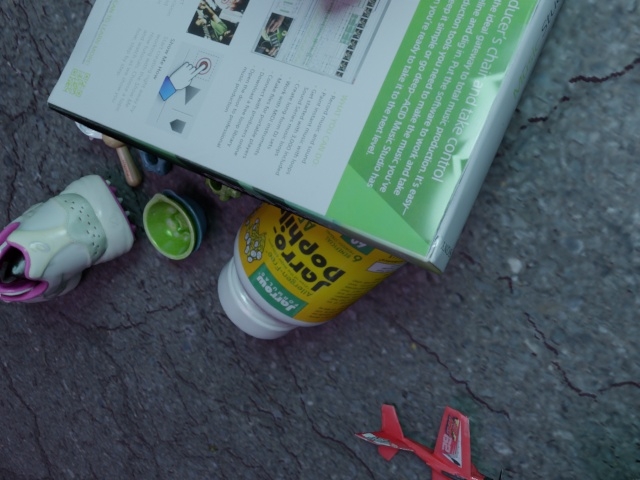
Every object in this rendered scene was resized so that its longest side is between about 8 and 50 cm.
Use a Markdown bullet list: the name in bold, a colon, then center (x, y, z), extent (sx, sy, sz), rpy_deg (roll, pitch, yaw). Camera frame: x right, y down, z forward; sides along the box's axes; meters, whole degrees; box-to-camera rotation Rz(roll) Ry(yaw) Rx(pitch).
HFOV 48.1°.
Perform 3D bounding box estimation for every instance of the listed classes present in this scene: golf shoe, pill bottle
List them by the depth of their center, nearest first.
- **pill bottle**: center (0.000, 0.000, 0.597), extent (0.117, 0.117, 0.208), rpy_deg (51, 131, 3)
- **golf shoe**: center (-0.335, 0.019, 0.824), extent (0.306, 0.140, 0.115), rpy_deg (-27, 96, 48)

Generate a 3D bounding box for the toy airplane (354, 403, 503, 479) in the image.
- **toy airplane**: center (0.105, 0.210, 0.691), extent (0.151, 0.028, 0.151), rpy_deg (15, 119, 29)

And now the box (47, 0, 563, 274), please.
- **box**: center (-0.017, -0.143, 0.497), extent (0.322, 0.058, 0.232), rpy_deg (24, 88, 25)

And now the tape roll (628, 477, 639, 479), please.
- **tape roll**: center (0.261, 0.280, 0.475), extent (0.169, 0.246, 0.246), rpy_deg (-36, 90, 41)

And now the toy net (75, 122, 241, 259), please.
- **toy net**: center (-0.186, -0.093, 0.729), extent (0.232, 0.045, 0.122), rpy_deg (45, 131, 8)
